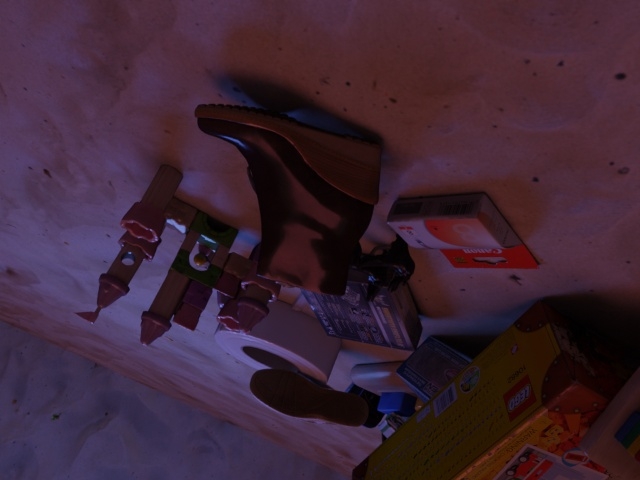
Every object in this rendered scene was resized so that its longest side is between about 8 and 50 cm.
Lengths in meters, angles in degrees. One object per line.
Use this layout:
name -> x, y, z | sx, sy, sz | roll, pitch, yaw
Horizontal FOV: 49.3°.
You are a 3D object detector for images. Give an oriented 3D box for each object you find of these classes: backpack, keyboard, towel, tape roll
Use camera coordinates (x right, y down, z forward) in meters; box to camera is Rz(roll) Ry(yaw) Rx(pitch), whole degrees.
backpack -> 0.113, 0.423, 1.813 | 0.114, 0.105, 0.084 | 40, 173, -29
keyboard -> 0.000, 0.112, 1.387 | 0.072, 0.014, 0.256 | 20, 156, -6
towel -> 0.273, 0.545, 1.681 | 0.325, 0.038, 0.248 | 41, 165, 13
tape roll -> -0.099, 0.233, 1.612 | 0.286, 0.100, 0.286 | 19, 156, 9

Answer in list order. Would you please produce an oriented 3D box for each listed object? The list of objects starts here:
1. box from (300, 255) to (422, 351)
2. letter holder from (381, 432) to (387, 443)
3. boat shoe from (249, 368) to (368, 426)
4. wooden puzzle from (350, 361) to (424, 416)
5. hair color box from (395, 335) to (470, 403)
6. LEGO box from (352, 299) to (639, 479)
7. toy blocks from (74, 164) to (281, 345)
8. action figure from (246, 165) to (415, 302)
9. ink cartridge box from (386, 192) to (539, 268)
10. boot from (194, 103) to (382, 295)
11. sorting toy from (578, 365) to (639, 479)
box -> 0.068, 0.107, 1.235 | 0.183, 0.056, 0.231 | 6, 147, 26
letter holder -> 0.293, 0.675, 1.986 | 0.152, 0.214, 0.302 | -12, 143, 19
boat shoe -> -0.033, 0.372, 1.598 | 0.277, 0.098, 0.096 | 20, 155, -4
wooden puzzle -> 0.275, 0.400, 1.648 | 0.348, 0.080, 0.322 | 33, 154, -21
hair color box -> 0.314, 0.353, 1.350 | 0.347, 0.105, 0.174 | 48, 172, -24
LEGO box -> 0.343, 0.392, 1.142 | 0.373, 0.193, 0.500 | 30, 118, -16
toy blocks -> -0.237, 0.082, 1.228 | 0.289, 0.260, 0.309 | 28, 155, -11
action figure -> 0.000, 0.000, 1.005 | 0.276, 0.140, 0.164 | 30, 158, -21
ink cartridge box -> 0.196, 0.006, 0.961 | 0.146, 0.045, 0.179 | -2, 143, 44
boot -> -0.057, -0.051, 0.873 | 0.249, 0.206, 0.090 | 17, -165, 2
sorting toy -> 0.521, 0.244, 0.901 | 0.256, 0.257, 0.089 | 31, -170, -17
